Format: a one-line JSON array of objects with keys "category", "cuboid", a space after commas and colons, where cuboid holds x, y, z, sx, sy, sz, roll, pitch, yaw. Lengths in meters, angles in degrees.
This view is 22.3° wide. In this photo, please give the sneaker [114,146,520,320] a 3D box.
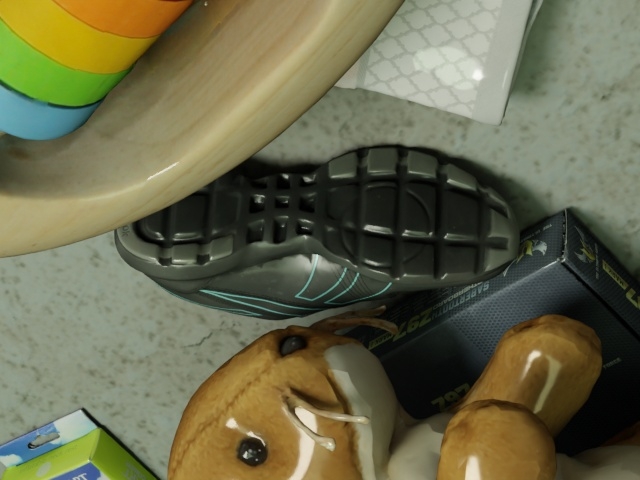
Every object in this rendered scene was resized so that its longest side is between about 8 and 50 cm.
[{"category": "sneaker", "cuboid": [0.000, 0.000, 1.099, 0.267, 0.101, 0.106, 2, 152, 7]}]

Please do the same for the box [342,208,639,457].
[{"category": "box", "cuboid": [0.138, 0.101, 1.165, 0.233, 0.059, 0.183, -31, 118, 30]}]

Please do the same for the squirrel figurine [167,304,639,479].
[{"category": "squirrel figurine", "cuboid": [0.073, 0.227, 1.074, 0.370, 0.281, 0.397, 14, 130, 5]}]

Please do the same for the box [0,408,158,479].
[{"category": "box", "cuboid": [-0.180, 0.223, 1.333, 0.109, 0.042, 0.178, -26, 122, 27]}]

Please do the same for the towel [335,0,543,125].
[{"category": "towel", "cuboid": [-0.004, -0.229, 0.917, 0.317, 0.053, 0.332, 13, 130, -2]}]

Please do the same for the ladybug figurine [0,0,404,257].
[{"category": "ladybug figurine", "cuboid": [-0.128, -0.151, 0.832, 0.305, 0.162, 0.449, 20, 133, -40]}]
